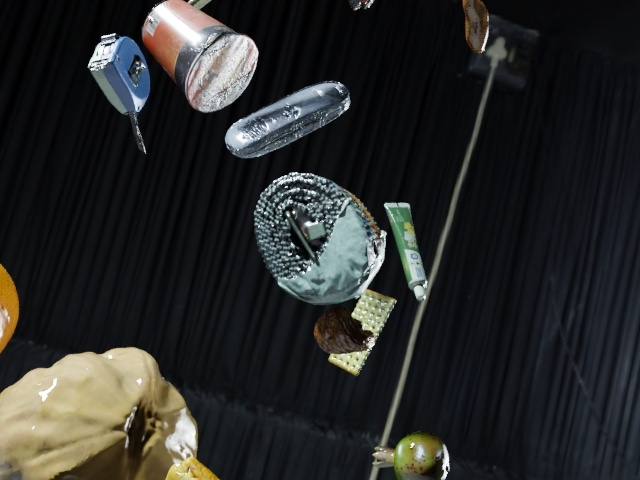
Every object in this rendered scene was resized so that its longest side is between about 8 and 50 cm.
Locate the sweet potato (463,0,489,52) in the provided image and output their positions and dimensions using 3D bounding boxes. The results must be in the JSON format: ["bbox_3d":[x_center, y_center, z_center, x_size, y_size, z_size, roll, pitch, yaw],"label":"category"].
[{"bbox_3d":[0.332,-0.487,1.569,0.056,0.056,0.195,10,-38,30],"label":"sweet potato"}]

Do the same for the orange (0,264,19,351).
[{"bbox_3d":[-0.909,0.164,1.652,0.424,0.326,0.424,-13,17,4],"label":"orange"}]

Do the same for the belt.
[{"bbox_3d":[0.000,0.000,1.352,0.257,0.207,0.150,58,14,15],"label":"belt"}]

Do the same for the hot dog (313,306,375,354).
[{"bbox_3d":[0.045,0.176,1.381,0.099,0.065,0.147,43,-25,-9],"label":"hot dog"}]

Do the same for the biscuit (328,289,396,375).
[{"bbox_3d":[0.111,0.247,2.001,0.016,0.231,0.139,35,-11,-36],"label":"biscuit"}]

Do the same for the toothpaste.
[{"bbox_3d":[0.154,0.015,1.275,0.049,0.204,0.031,-1,-35,-14],"label":"toothpaste"}]

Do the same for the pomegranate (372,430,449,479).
[{"bbox_3d":[0.164,0.400,1.329,0.142,0.114,0.114,2,-15,26],"label":"pomegranate"}]

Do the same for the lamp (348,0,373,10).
[{"bbox_3d":[0.038,-0.609,1.543,0.253,0.118,0.118,49,-13,-1],"label":"lamp"}]

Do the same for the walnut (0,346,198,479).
[{"bbox_3d":[-0.405,0.359,1.256,0.384,0.383,0.383,15,-11,3],"label":"walnut"}]

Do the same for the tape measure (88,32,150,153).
[{"bbox_3d":[-0.574,-0.455,2.235,0.098,0.215,0.351,-7,-41,12],"label":"tape measure"}]

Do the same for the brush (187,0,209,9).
[{"bbox_3d":[-0.163,-0.540,1.475,0.020,0.336,0.085,52,-3,-2],"label":"brush"}]

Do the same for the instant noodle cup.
[{"bbox_3d":[-0.177,-0.268,1.026,0.136,0.127,0.127,43,1,24],"label":"instant noodle cup"}]

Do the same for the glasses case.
[{"bbox_3d":[-0.067,-0.254,1.533,0.109,0.282,0.067,50,-15,46],"label":"glasses case"}]

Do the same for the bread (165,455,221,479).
[{"bbox_3d":[-0.164,0.371,1.039,0.132,0.074,0.053,39,32,16],"label":"bread"}]
